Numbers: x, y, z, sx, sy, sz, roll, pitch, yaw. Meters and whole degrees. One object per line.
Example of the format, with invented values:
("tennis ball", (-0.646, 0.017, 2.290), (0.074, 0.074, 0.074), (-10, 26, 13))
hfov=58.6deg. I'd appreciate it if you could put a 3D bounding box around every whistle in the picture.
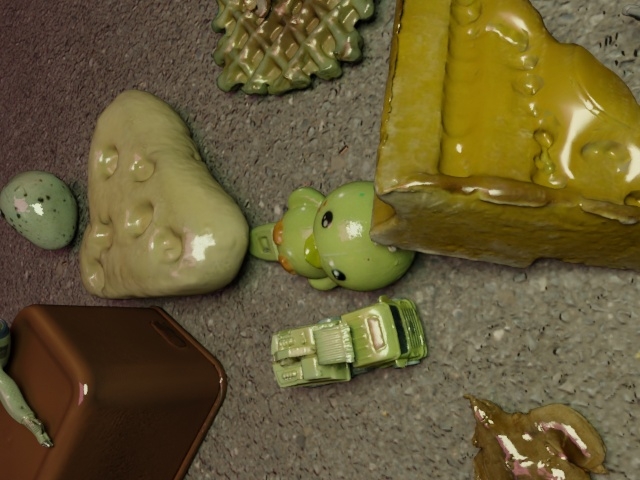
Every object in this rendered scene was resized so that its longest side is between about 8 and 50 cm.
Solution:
("whistle", (-0.004, 0.003, 0.711), (0.294, 0.141, 0.141), (-9, 77, 34))

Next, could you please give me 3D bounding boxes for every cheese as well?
("cheese", (-0.233, -0.068, 0.874), (0.329, 0.130, 0.350), (5, 86, 40))

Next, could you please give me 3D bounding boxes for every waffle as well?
("waffle", (-0.042, -0.359, 0.843), (0.309, 0.056, 0.291), (0, 82, 37))

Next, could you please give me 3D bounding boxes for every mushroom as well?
("mushroom", (-0.096, -0.368, 0.836), (0.049, 0.019, 0.101), (-35, 64, 27))

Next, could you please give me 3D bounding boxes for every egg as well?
("egg", (-0.530, -0.055, 1.079), (0.131, 0.131, 0.164), (-36, 71, 24))

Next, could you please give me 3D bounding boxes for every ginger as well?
("ginger", (0.221, 0.255, 0.565), (0.133, 0.059, 0.213), (-14, 77, 25))

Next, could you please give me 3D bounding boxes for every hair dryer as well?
("hair dryer", (-0.422, 0.216, 0.744), (0.167, 0.067, 0.199), (-46, 72, 30))

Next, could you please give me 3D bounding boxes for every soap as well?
("soap", (0.218, -0.151, 0.586), (0.305, 0.169, 0.338), (8, 68, 2))

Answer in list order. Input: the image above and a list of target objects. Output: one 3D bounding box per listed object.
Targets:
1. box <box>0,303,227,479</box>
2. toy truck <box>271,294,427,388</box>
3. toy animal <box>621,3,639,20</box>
("box", (-0.347, 0.276, 0.839), (0.239, 0.229, 0.339), (33, 100, 36))
("toy truck", (0.019, 0.127, 0.685), (0.191, 0.116, 0.085), (-21, 72, 30))
("toy animal", (0.385, -0.276, 0.528), (0.367, 0.081, 0.205), (46, 110, 26))
